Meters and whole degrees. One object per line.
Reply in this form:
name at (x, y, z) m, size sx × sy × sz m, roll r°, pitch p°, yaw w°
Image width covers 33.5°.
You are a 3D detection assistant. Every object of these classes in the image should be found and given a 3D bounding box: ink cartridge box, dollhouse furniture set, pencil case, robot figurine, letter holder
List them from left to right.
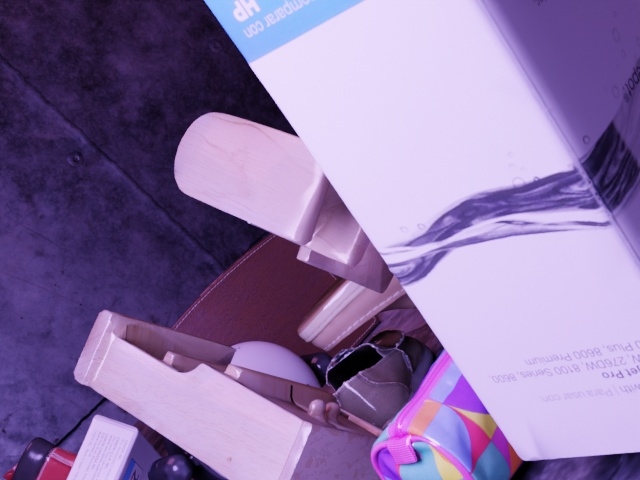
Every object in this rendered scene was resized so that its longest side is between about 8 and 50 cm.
ink cartridge box at (-0.278, 0.393, 1.303) m, size 0.261 × 0.066 × 0.296 m, roll 81°, pitch -152°, yaw -64°
robot figurine at (-0.097, 0.217, 1.293) m, size 0.278 × 0.174 × 0.209 m, roll 147°, pitch 140°, yaw -66°
letter holder at (-0.104, 0.154, 1.561) m, size 0.302 × 0.214 × 0.152 m, roll -46°, pitch 6°, yaw -17°
dollhouse furniture set at (0.000, 0.000, 0.916) m, size 0.256 × 0.362 × 0.394 m, roll 22°, pitch 89°, yaw 39°
pencil case at (0.132, 0.099, 0.803) m, size 0.236 × 0.104 × 0.104 m, roll -51°, pitch 8°, yaw -36°
ink cartridge box at (0.138, -0.108, 0.638) m, size 0.166 × 0.395 × 0.285 m, roll -19°, pitch 22°, yaw 46°

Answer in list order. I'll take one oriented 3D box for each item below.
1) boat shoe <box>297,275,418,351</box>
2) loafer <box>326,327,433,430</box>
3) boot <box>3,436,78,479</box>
boat shoe at (0.131, 0.025, 1.140) m, size 0.341 × 0.110 × 0.121 m, roll -35°, pitch 1°, yaw -12°
loafer at (0.060, 0.137, 1.130) m, size 0.094 × 0.087 × 0.251 m, roll -44°, pitch 5°, yaw 9°
boot at (-0.368, 0.398, 1.495) m, size 0.088 × 0.176 × 0.244 m, roll -45°, pitch -30°, yaw -67°
